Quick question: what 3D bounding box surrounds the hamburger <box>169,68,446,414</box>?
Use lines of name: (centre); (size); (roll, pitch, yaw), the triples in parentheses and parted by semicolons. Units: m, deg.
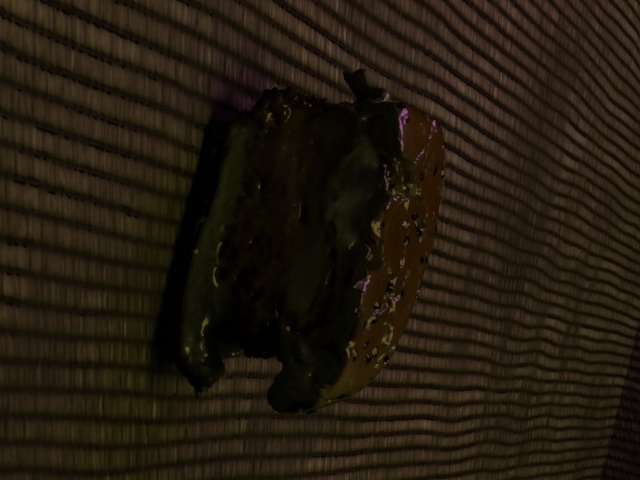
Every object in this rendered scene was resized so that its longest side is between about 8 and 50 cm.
hamburger: (0.000, 0.000, 1.313); (0.192, 0.167, 0.288); (12, 92, -66)
